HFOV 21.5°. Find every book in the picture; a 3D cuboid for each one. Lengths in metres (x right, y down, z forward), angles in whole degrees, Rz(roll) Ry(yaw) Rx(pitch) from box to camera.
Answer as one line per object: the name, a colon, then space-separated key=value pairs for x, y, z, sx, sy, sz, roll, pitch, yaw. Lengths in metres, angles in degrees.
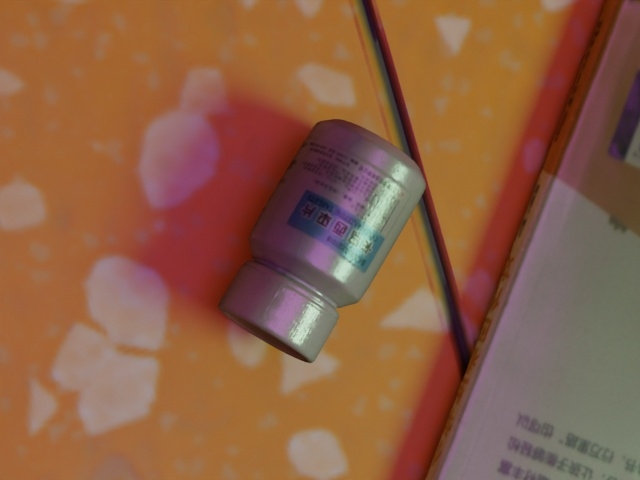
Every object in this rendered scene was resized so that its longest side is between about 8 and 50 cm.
book: x=0.165 y=0.066 z=0.730 sx=0.208 sy=0.020 sz=0.295 roll=24 pitch=84 yaw=-15

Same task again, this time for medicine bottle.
medicine bottle: x=0.000 y=0.000 z=0.668 sx=0.052 sy=0.052 sz=0.089 roll=33 pitch=82 yaw=-13
